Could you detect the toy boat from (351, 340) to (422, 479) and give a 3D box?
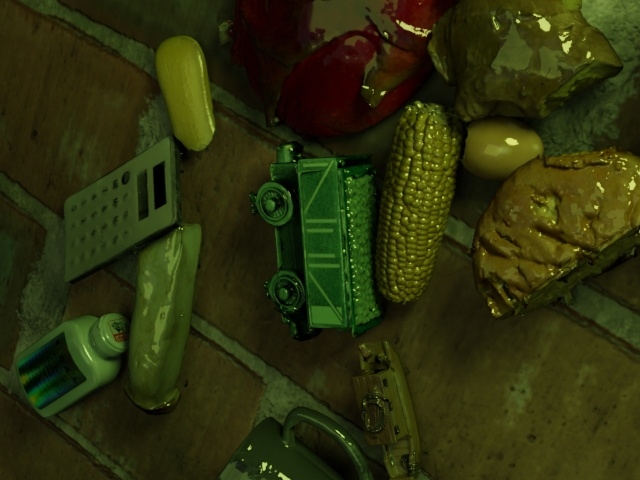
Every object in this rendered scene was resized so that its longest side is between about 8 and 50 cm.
[{"bbox_3d":[0.090,0.234,1.337,0.057,0.077,0.200,-12,93,31],"label":"toy boat"}]

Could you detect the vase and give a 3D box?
[{"bbox_3d":[-0.003,0.372,1.390,0.301,0.156,0.251,31,111,16],"label":"vase"}]

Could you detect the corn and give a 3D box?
[{"bbox_3d":[0.121,-0.047,1.256,0.091,0.091,0.260,18,110,29],"label":"corn"}]

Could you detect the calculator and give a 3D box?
[{"bbox_3d":[-0.301,-0.045,1.510,0.261,0.021,0.161,-27,56,32],"label":"calculator"}]

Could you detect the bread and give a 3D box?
[{"bbox_3d":[0.285,-0.025,1.128,0.260,0.160,0.147,-42,70,34],"label":"bread"}]

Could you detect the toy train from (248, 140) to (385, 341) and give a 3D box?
[{"bbox_3d":[0.000,0.000,1.329,0.154,0.115,0.269,-1,96,27],"label":"toy train"}]

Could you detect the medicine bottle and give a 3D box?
[{"bbox_3d":[-0.395,0.193,1.618,0.229,0.083,0.121,-33,80,33],"label":"medicine bottle"}]

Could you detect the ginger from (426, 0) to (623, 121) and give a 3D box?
[{"bbox_3d":[0.212,-0.266,1.141,0.219,0.123,0.270,-27,76,29],"label":"ginger"}]

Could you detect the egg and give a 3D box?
[{"bbox_3d":[0.218,-0.109,1.190,0.096,0.080,0.080,16,108,17],"label":"egg"}]

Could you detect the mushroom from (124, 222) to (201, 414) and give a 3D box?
[{"bbox_3d":[-0.245,0.117,1.516,0.100,0.081,0.312,15,106,20],"label":"mushroom"}]

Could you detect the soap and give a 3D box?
[{"bbox_3d":[-0.196,-0.212,1.446,0.089,0.033,0.168,-5,97,34],"label":"soap"}]

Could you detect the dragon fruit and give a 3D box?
[{"bbox_3d":[-0.001,-0.256,1.286,0.343,0.100,0.282,19,113,28],"label":"dragon fruit"}]
